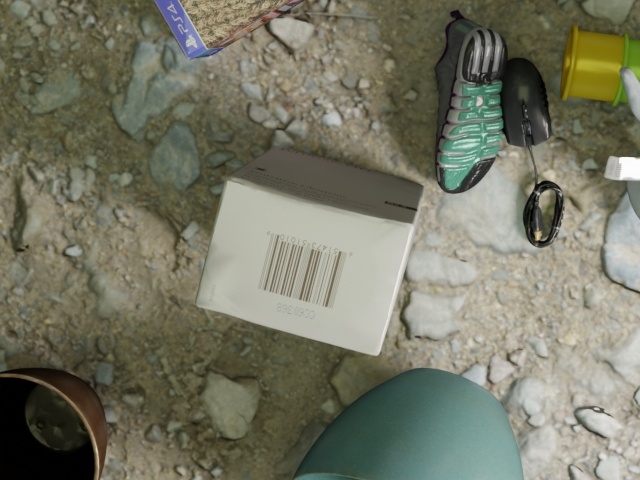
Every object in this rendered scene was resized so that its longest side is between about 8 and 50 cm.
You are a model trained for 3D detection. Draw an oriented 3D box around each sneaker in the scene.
[{"bbox_3d":[0.177,-0.172,1.933,0.083,0.098,0.224,-3,121,-24],"label":"sneaker"}]

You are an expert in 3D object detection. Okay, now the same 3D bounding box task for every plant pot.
[{"bbox_3d":[-0.357,0.249,1.965,0.215,0.230,0.215,1,98,7],"label":"plant pot"},{"bbox_3d":[0.131,0.274,1.916,0.290,0.290,0.195,23,64,3],"label":"plant pot"}]

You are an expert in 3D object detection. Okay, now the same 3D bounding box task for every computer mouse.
[{"bbox_3d":[0.262,-0.108,1.938,0.071,0.041,0.242,-11,98,7],"label":"computer mouse"}]

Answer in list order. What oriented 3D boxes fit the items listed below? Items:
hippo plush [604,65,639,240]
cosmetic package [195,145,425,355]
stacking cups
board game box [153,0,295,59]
[{"bbox_3d":[0.444,-0.036,1.821,0.294,0.236,0.234,11,79,-5],"label":"hippo plush"},{"bbox_3d":[0.000,0.000,1.811,0.217,0.385,0.156,15,101,2],"label":"cosmetic package"},{"bbox_3d":[0.455,-0.200,1.878,0.316,0.096,0.096,6,99,4],"label":"stacking cups"},{"bbox_3d":[-0.085,-0.392,1.883,0.291,0.141,0.232,-30,94,10],"label":"board game box"}]
